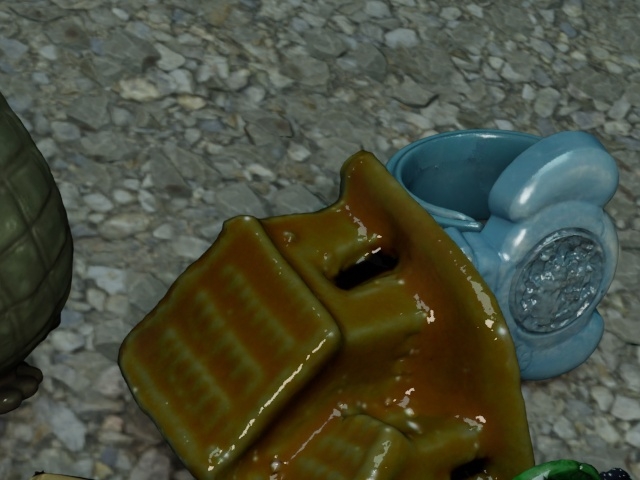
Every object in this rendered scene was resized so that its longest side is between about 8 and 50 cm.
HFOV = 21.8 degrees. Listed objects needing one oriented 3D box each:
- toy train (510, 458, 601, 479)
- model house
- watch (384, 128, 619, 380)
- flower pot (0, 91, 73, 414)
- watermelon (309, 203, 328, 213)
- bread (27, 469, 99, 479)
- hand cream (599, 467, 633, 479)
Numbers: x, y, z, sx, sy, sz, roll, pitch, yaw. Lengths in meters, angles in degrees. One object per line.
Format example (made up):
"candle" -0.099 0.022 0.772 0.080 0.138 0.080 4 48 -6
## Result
"toy train" 0.101 0.246 0.994 0.202 0.266 0.145 -17 55 -20
"model house" 0.004 0.104 1.148 0.239 0.173 0.268 -18 54 -34
"watch" 0.130 -0.009 1.319 0.211 0.211 0.193 -7 30 -26
"flower pot" -0.305 0.000 1.075 0.213 0.302 0.302 -36 66 -27
"watermelon" 0.000 0.000 1.325 0.085 0.061 0.085 18 39 -15
"bread" -0.125 0.251 0.989 0.224 0.142 0.212 11 41 3
"hand cream" 0.234 0.274 1.166 0.120 0.061 0.270 -12 45 -23
